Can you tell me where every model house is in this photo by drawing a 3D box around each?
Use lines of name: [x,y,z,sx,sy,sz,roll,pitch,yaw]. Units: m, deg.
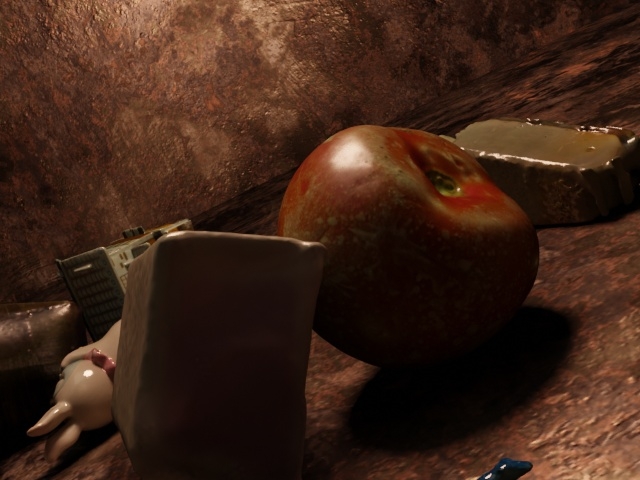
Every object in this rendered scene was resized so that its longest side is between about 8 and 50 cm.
model house: [-0.320,0.096,1.413,0.198,0.224,0.215,-10,16,46]

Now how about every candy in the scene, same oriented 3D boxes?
candy: [-0.112,0.107,0.764,0.144,0.208,0.358,7,-6,-17]

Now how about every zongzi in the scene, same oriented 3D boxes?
zongzi: [-0.616,0.228,1.376,0.403,0.208,0.432,-8,-6,-23]

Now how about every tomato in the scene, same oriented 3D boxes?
tomato: [0.080,0.013,0.847,0.223,0.270,0.270,-58,-3,25]

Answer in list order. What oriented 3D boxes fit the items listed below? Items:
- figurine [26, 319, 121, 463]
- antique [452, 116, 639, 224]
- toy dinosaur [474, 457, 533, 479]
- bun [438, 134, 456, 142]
figurine: [-0.321,0.207,1.156,0.235,0.127,0.155,-36,33,-29]
antique: [0.316,-0.092,1.131,0.125,0.150,0.284,-36,23,-27]
toy dinosaur: [-0.012,0.220,0.567,0.329,0.076,0.144,-20,6,16]
bun: [0.192,-0.136,1.591,0.221,0.108,0.221,-24,11,5]
